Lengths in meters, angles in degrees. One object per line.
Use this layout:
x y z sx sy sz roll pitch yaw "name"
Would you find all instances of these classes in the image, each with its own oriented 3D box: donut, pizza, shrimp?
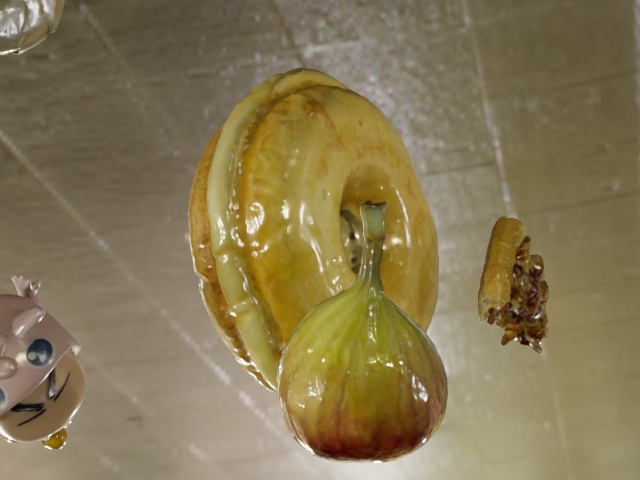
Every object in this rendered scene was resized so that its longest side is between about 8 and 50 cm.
0.000 0.000 1.933 0.198 0.449 0.449 -7 161 35 "donut"
0.264 0.078 1.977 0.069 0.154 0.194 -8 136 25 "pizza"
-0.384 -0.262 1.515 0.289 0.178 0.075 -15 -163 -30 "shrimp"

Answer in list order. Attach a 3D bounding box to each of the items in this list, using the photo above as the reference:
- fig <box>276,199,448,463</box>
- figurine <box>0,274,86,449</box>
0.026 0.085 1.337 0.160 0.231 0.143 -27 -168 -41 "fig"
-0.353 0.157 1.802 0.186 0.176 0.287 40 162 -2 "figurine"
